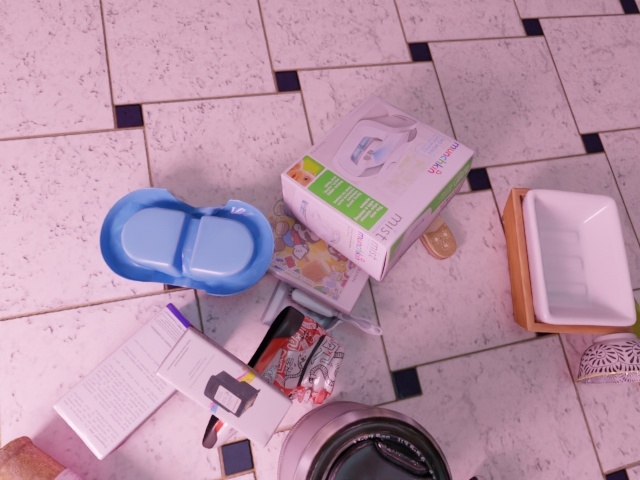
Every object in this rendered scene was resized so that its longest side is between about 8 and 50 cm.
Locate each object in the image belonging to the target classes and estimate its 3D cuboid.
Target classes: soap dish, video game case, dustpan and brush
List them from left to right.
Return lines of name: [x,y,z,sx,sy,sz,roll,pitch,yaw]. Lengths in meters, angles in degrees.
video game case: [0.000,0.000,0.895,0.226,0.026,0.206,27,64,9]
dustpan and brush: [0.014,0.129,0.875,0.211,0.060,0.147,25,71,-3]
soap dish: [0.494,0.044,0.969,0.228,0.118,0.291,3,74,-11]

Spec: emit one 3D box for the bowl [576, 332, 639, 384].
bowl: [0.577,0.226,0.915,0.169,0.170,0.080,4,65,-10]

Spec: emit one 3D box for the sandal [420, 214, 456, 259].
sandal: [0.204,-0.073,0.961,0.088,0.079,0.240,-34,84,-18]

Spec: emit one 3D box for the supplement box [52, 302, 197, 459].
supplement box: [-0.284,0.219,0.762,0.114,0.111,0.220,45,71,3]

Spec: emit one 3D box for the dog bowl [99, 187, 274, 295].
dog bowl: [-0.223,0.009,0.826,0.296,0.074,0.166,9,74,4]

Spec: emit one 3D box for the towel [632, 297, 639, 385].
towel: [0.669,0.200,1.013,0.102,0.021,0.237,-23,80,-18]

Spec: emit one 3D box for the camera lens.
camera lens: [0.052,0.357,0.707,0.219,0.274,0.220,3,74,-11]

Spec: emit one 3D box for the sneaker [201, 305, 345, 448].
sneaker: [-0.070,0.258,0.799,0.145,0.090,0.270,36,83,-11]

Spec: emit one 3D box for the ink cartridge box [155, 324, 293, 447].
ink cartridge box: [-0.136,0.201,0.676,0.175,0.127,0.072,37,75,-7]

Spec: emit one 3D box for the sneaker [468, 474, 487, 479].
sneaker: [0.179,0.512,0.782,0.146,0.105,0.296,28,66,5]

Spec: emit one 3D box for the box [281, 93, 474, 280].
box: [0.101,-0.101,0.862,0.231,0.127,0.262,37,66,21]

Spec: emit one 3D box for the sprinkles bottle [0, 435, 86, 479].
sprinkles bottle: [-0.335,0.435,0.687,0.355,0.121,0.121,36,71,0]
